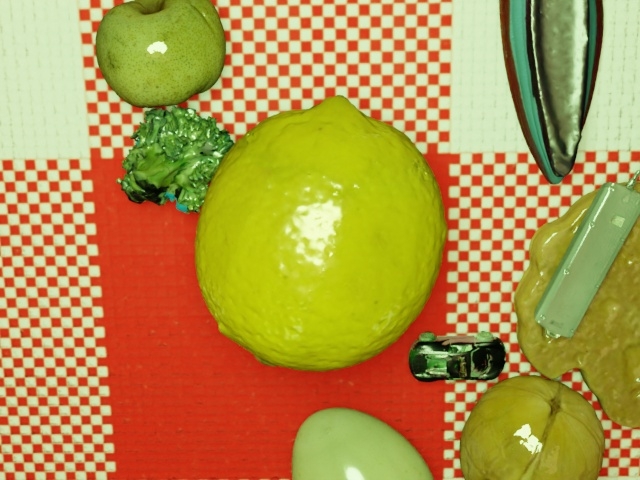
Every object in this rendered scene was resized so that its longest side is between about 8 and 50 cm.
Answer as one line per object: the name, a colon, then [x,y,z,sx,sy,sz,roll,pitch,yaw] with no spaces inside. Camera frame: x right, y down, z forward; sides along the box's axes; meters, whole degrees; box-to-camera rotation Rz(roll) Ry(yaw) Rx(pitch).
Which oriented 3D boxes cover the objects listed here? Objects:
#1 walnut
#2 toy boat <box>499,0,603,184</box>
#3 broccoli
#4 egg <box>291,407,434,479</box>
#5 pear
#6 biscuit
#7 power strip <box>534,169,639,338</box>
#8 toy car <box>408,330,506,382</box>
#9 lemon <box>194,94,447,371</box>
walnut: [0.294,0.292,1.249,0.193,0.193,0.225,0,133,1]
toy boat: [0.307,-0.262,1.173,0.136,0.079,0.391,-4,102,4]
broccoli: [-0.199,-0.098,1.174,0.167,0.160,0.154,12,123,16]
egg: [0.060,0.351,1.270,0.189,0.188,0.253,-34,91,9]
pear: [-0.201,-0.241,1.140,0.167,0.167,0.136,-10,116,3]
biscuit: [0.434,0.084,1.262,0.312,0.057,0.351,15,102,-2]
power strip: [0.366,0.017,1.206,0.060,0.027,0.252,25,101,-4]
toy car: [0.198,0.172,1.290,0.142,0.055,0.069,-2,108,3]
lemon: [0.001,-0.002,1.125,0.336,0.336,0.335,0,104,1]
